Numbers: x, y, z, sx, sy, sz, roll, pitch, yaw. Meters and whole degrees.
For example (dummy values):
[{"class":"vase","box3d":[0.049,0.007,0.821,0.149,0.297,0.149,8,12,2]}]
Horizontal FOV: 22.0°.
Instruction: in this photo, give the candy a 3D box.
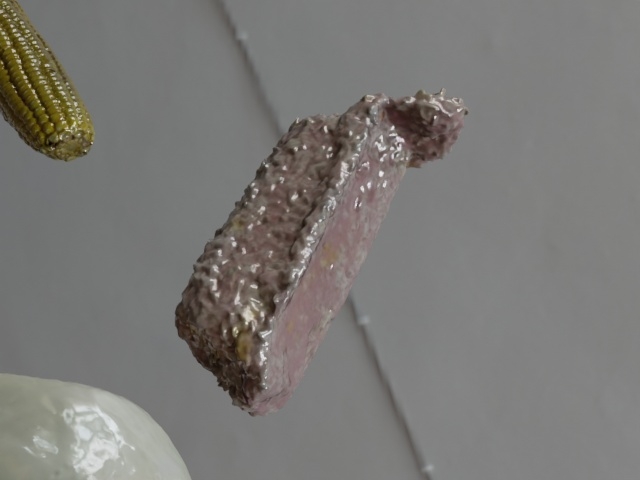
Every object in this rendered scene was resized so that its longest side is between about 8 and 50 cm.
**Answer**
[{"class":"candy","box3d":[-0.340,0.330,1.617,0.386,0.186,0.427,19,-97,5]}]

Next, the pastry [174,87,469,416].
[{"class":"pastry","box3d":[-0.009,-0.007,1.148,0.112,0.265,0.103,27,-24,27]}]

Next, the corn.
[{"class":"corn","box3d":[-0.282,-0.159,1.504,0.231,0.080,0.080,54,-51,29]}]
